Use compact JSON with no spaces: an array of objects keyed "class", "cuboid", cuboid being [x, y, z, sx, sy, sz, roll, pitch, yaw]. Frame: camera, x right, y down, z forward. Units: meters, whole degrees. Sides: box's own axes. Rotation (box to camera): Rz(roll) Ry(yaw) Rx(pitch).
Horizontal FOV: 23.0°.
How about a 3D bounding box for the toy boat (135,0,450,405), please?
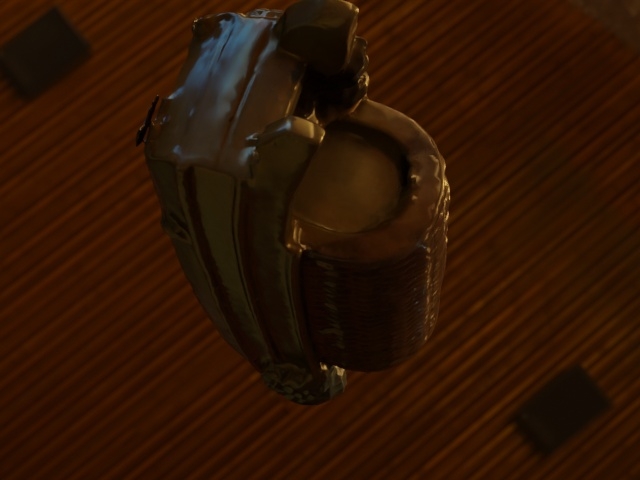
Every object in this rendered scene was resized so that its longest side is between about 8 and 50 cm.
[{"class":"toy boat","cuboid":[0.000,0.000,0.692,0.115,0.089,0.310,15,-24,12]}]
